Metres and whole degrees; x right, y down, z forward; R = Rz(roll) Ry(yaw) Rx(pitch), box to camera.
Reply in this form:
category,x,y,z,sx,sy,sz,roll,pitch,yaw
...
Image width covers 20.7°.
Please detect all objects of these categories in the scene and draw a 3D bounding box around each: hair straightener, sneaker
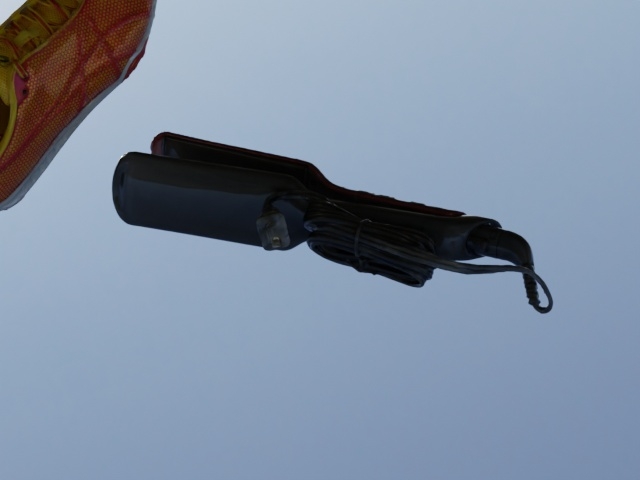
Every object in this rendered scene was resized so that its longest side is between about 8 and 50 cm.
category,x,y,z,sx,sy,sz,roll,pitch,yaw
hair straightener,0.000,0.000,0.844,0.230,0.047,0.089,18,-156,18
sneaker,-0.140,-0.092,0.890,0.064,0.175,0.067,26,168,25
